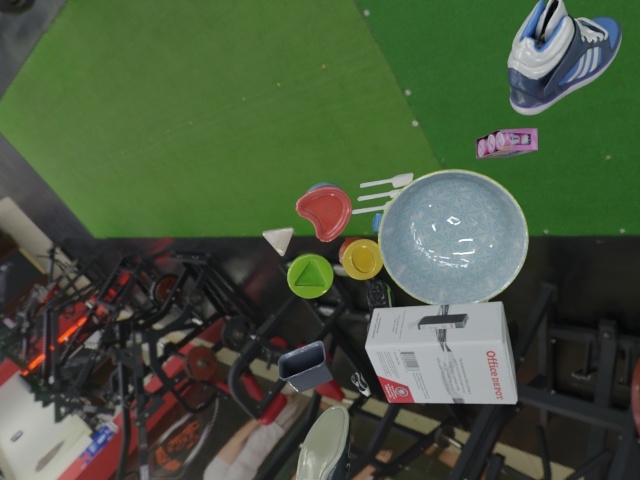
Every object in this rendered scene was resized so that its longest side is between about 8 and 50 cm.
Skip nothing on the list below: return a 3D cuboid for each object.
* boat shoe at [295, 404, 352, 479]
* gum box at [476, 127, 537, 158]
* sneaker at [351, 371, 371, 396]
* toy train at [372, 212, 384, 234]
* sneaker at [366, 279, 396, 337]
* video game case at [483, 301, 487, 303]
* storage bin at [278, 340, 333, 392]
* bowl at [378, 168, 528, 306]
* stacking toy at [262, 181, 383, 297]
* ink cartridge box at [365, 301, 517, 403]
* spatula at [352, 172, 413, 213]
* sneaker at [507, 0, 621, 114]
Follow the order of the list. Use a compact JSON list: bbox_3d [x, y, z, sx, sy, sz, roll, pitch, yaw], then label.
[{"bbox_3d":[0.019,0.581,1.255,0.127,0.340,0.113,-17,130,35],"label":"boat shoe"},{"bbox_3d":[0.537,-0.279,1.486,0.188,0.107,0.062,-153,61,-85],"label":"gum box"},{"bbox_3d":[0.140,0.495,1.767,0.043,0.040,0.109,57,180,-29],"label":"sneaker"},{"bbox_3d":[0.235,-0.042,1.757,0.105,0.080,0.184,10,172,11],"label":"toy train"},{"bbox_3d":[0.192,0.221,1.472,0.084,0.234,0.097,-23,137,32],"label":"sneaker"},{"bbox_3d":[0.548,0.061,1.743,0.285,0.204,0.025,43,171,-32],"label":"video game case"},{"bbox_3d":[-0.033,0.340,1.372,0.098,0.135,0.091,-102,-13,-56],"label":"storage bin"},{"bbox_3d":[0.277,-0.020,1.088,0.289,0.156,0.289,4,108,14],"label":"bowl"},{"bbox_3d":[0.000,0.000,1.489,0.309,0.279,0.130,61,180,-17],"label":"stacking toy"},{"bbox_3d":[0.256,0.239,1.071,0.273,0.114,0.197,-6,127,24],"label":"ink cartridge box"},{"bbox_3d":[0.229,-0.171,1.920,0.242,0.168,0.019,-6,150,44],"label":"spatula"},{"bbox_3d":[0.536,-0.438,1.096,0.130,0.323,0.236,48,174,31],"label":"sneaker"}]
